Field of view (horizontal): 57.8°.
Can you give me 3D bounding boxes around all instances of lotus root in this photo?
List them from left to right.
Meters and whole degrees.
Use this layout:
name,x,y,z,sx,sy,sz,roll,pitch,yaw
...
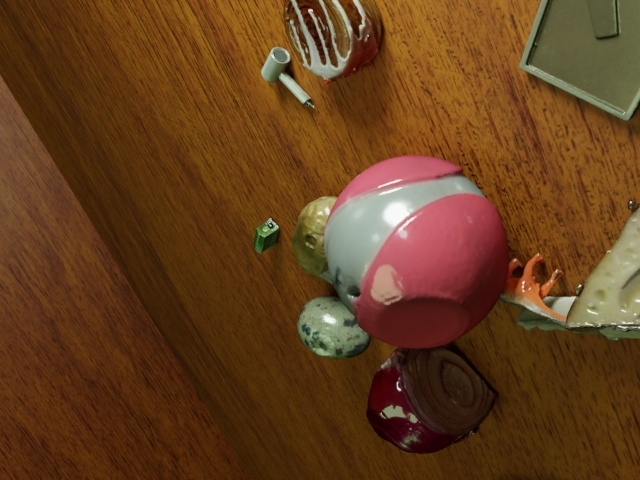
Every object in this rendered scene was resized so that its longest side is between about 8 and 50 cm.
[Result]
name,x,y,z,sx,sy,sz,roll,pitch,yaw
lotus root,0.405,0.026,0.632,0.261,0.074,0.170,-3,82,46

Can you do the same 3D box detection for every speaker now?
name,x,y,z,sx,sy,sz,roll,pitch,yaw
speaker,0.138,0.011,0.897,0.294,0.294,0.294,35,145,29

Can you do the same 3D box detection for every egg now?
name,x,y,z,sx,sy,sz,roll,pitch,yaw
egg,0.032,0.203,1.329,0.181,0.141,0.141,21,138,27

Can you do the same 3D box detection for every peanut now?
name,x,y,z,sx,sy,sz,roll,pitch,yaw
peanut,0.000,0.000,1.199,0.120,0.110,0.236,33,148,8

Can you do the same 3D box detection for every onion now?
name,x,y,z,sx,sy,sz,roll,pitch,yaw
onion,0.195,0.325,1.159,0.216,0.206,0.207,46,148,12

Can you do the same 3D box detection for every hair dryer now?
name,x,y,z,sx,sy,sz,roll,pitch,yaw
hair dryer,-0.053,-0.288,1.058,0.124,0.038,0.063,47,149,0

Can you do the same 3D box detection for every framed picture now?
name,x,y,z,sx,sy,sz,roll,pitch,yaw
framed picture,0.308,-0.244,0.620,0.150,0.015,0.203,37,146,26

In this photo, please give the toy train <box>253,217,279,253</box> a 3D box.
name,x,y,z,sx,sy,sz,roll,pitch,yaw
toy train,-0.135,-0.011,1.423,0.038,0.056,0.093,46,148,17

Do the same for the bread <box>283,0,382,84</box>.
name,x,y,z,sx,sy,sz,roll,pitch,yaw
bread,0.016,-0.325,0.884,0.160,0.073,0.160,34,144,29

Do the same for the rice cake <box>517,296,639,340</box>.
name,x,y,z,sx,sy,sz,roll,pitch,yaw
rice cake,0.394,0.108,0.814,0.256,0.057,0.052,-11,110,57

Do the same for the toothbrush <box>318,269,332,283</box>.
name,x,y,z,sx,sy,sz,roll,pitch,yaw
toothbrush,0.079,0.110,1.278,0.375,0.028,0.037,27,-178,38

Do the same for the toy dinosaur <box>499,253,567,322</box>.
name,x,y,z,sx,sy,sz,roll,pitch,yaw
toy dinosaur,0.310,0.071,0.853,0.055,0.101,0.279,50,162,-15
